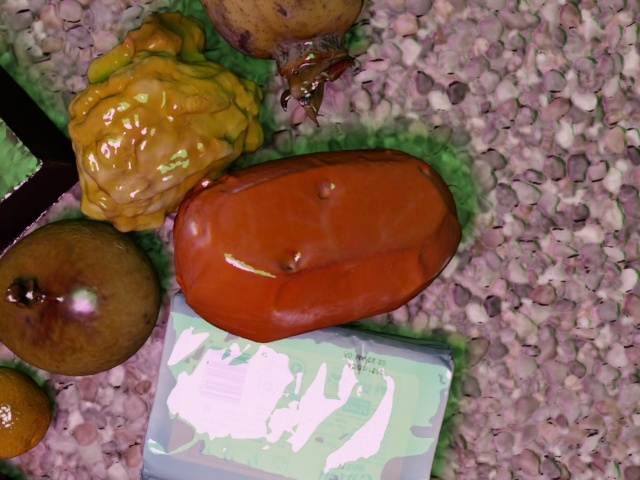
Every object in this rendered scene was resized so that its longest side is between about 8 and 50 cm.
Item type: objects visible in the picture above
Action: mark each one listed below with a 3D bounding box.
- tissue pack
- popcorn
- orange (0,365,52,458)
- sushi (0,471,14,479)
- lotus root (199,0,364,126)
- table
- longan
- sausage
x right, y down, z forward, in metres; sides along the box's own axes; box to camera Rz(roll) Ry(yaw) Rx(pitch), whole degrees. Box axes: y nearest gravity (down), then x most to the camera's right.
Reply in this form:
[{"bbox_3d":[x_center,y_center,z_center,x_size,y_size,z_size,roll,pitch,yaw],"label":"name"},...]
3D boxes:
[{"bbox_3d":[-0.021,0.156,1.732,0.263,0.089,0.177,12,95,2],"label":"tissue pack"},{"bbox_3d":[-0.146,-0.102,1.673,0.155,0.197,0.197,44,96,10],"label":"popcorn"},{"bbox_3d":[-0.298,0.157,1.756,0.095,0.085,0.085,36,96,23],"label":"orange"},{"bbox_3d":[-0.327,0.336,1.702,0.348,0.207,0.234,28,104,-7],"label":"sushi"},{"bbox_3d":[-0.034,-0.236,1.684,0.154,0.154,0.278,-23,90,6],"label":"lotus root"},{"bbox_3d":[-0.403,-0.090,1.700,0.250,0.196,0.282,-43,87,7],"label":"table"},{"bbox_3d":[-0.226,0.051,1.700,0.155,0.176,0.145,-40,74,17],"label":"longan"},{"bbox_3d":[0.000,-0.001,1.656,0.268,0.141,0.153,-11,71,-23],"label":"sausage"}]
